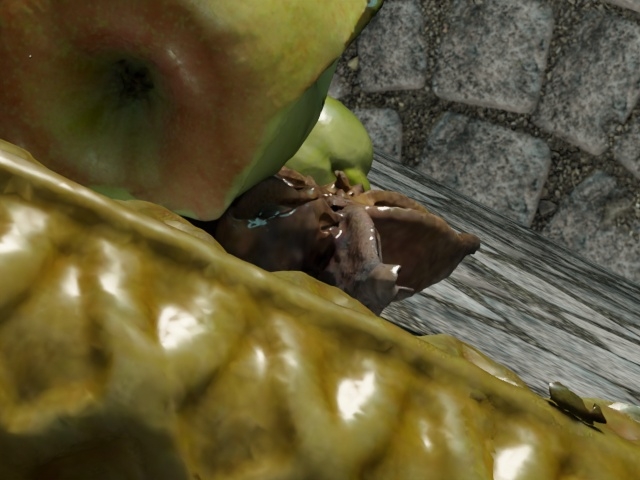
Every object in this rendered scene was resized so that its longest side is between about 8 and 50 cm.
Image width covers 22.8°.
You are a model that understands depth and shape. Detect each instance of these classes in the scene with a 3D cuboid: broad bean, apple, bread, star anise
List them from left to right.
[{"bbox_3d":[-0.067,0.019,0.345,0.367,0.084,0.077,25,-36,-20],"label":"bread"},{"bbox_3d":[-0.072,-0.109,0.725,0.207,0.173,0.188,-8,14,4],"label":"apple"},{"bbox_3d":[-0.028,-0.080,1.110,0.174,0.082,0.124,48,-9,36],"label":"broad bean"},{"bbox_3d":[-0.016,-0.006,0.812,0.172,0.063,0.208,21,11,13],"label":"star anise"}]
